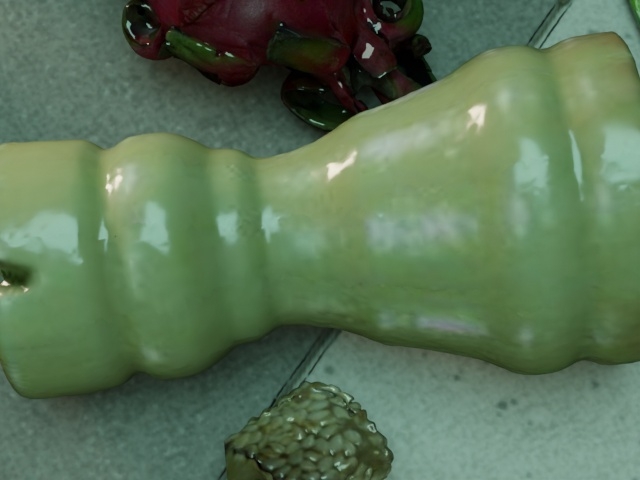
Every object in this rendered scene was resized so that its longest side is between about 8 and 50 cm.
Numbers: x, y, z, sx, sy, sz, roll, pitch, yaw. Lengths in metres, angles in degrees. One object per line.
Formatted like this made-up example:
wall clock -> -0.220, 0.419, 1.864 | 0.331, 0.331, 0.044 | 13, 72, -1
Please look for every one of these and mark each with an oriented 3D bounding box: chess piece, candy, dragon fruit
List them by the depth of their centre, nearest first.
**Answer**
chess piece -> 0.000, 0.000, 1.232 | 0.442, 0.234, 0.234 | -8, 74, 2
candy -> -0.009, 0.153, 1.254 | 0.110, 0.085, 0.095 | -39, 67, -21
dragon fruit -> -0.041, -0.197, 1.305 | 0.218, 0.273, 0.198 | -38, 36, -9

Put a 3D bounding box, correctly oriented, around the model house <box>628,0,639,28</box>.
model house -> 0.396, -0.209, 1.241 | 0.357, 0.313, 0.243 | -17, 73, -4
